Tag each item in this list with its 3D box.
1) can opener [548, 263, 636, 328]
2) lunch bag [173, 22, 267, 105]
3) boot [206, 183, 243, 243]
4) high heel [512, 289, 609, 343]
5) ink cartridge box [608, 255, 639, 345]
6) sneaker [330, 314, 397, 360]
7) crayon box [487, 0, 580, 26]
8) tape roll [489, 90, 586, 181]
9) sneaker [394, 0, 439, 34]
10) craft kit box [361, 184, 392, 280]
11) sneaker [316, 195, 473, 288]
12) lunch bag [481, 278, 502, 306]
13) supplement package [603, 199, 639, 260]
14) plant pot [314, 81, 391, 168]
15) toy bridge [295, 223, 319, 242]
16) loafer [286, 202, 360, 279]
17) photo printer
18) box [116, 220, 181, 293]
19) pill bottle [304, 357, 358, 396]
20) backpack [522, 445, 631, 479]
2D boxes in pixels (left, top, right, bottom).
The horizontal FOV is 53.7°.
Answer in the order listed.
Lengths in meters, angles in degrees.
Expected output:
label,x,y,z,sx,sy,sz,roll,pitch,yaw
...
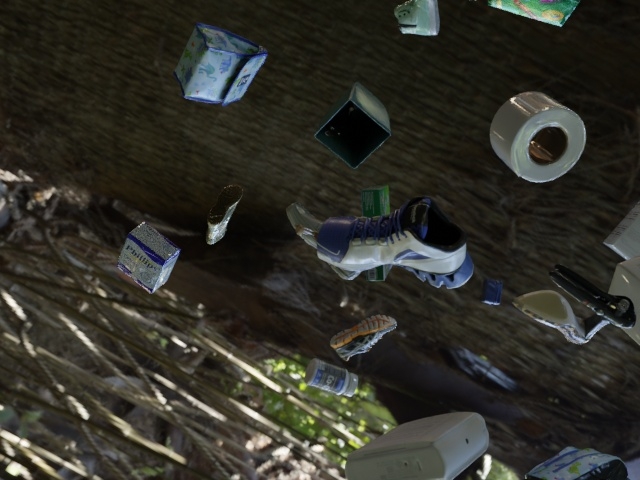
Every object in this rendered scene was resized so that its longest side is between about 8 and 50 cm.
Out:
label,x,y,z,sx,sy,sz,roll,pitch,yaw
can opener,0.536,0.113,1.250,0.059,0.186,0.073,-44,163,-39
lunch bag,-0.194,-0.341,1.256,0.151,0.096,0.129,-1,143,-42
boot,-0.371,-0.100,2.412,0.213,0.077,0.165,-62,177,-34
high heel,0.601,0.212,1.656,0.186,0.261,0.093,107,-6,-60
ink cartridge box,0.908,0.136,1.430,0.285,0.395,0.166,-123,-158,-46
sneaker,0.140,0.300,1.962,0.215,0.083,0.084,-24,-164,9
crayon box,0.453,-0.595,1.323,0.081,0.165,0.278,112,-8,-65
tape roll,0.679,-0.328,1.989,0.246,0.246,0.169,-55,-155,21
sneaker,0.313,-0.814,2.124,0.094,0.151,0.256,-57,145,-49
craft kit box,0.163,-0.028,1.794,0.246,0.061,0.250,-42,128,-78
sneaker,0.151,-0.020,1.248,0.182,0.315,0.127,80,25,-55
lunch bag,0.629,0.191,2.308,0.067,0.065,0.098,106,-8,-87
supplement package,1.038,-0.009,1.967,0.203,0.194,0.149,-52,172,11
plant pot,0.108,-0.379,1.949,0.166,0.165,0.234,-41,-158,32
toy bridge,0.000,0.000,1.869,0.026,0.188,0.063,-51,-155,14
loafer,0.023,-0.015,2.050,0.111,0.319,0.112,-47,178,22
photo printer,0.237,0.486,1.469,0.256,0.107,0.307,-22,169,31
box,-0.451,0.045,1.654,0.137,0.126,0.072,-57,174,37
pill bottle,0.031,0.387,1.778,0.078,0.137,0.078,-159,-90,-76
backpack,0.764,0.762,1.878,0.355,0.290,0.273,-21,-175,-14
